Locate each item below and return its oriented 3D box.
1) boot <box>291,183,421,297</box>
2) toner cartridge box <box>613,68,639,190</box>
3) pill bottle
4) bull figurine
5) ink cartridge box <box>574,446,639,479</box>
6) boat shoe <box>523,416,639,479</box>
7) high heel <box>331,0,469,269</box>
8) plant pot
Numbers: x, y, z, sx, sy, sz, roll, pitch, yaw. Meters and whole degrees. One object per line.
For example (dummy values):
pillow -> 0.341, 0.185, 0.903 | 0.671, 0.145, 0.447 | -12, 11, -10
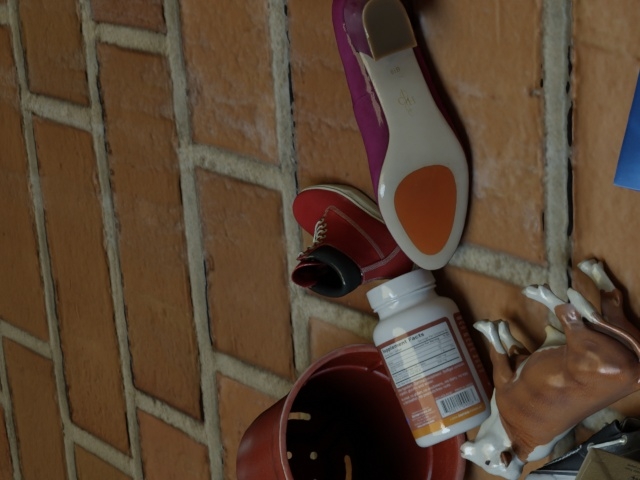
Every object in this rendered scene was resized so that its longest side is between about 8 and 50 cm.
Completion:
boot -> 0.000, 0.000, 2.118 | 0.244, 0.176, 0.088 | 29, 128, 45
toner cartridge box -> 0.454, -0.100, 1.510 | 0.347, 0.075, 0.165 | 16, 96, 49
pill bottle -> 0.142, 0.150, 2.040 | 0.121, 0.121, 0.216 | -32, 78, 54
bull figurine -> 0.270, 0.161, 1.881 | 0.310, 0.101, 0.188 | -38, 71, 42
ink cartridge box -> 0.389, 0.345, 1.709 | 0.234, 0.088, 0.193 | 17, 142, 24
boat shoe -> 0.356, 0.258, 1.822 | 0.301, 0.108, 0.102 | -20, 55, 54
high heel -> 0.102, -0.155, 2.013 | 0.181, 0.127, 0.377 | -122, 21, -70
plant pot -> 0.021, 0.301, 2.171 | 0.265, 0.272, 0.272 | -32, 78, 62
